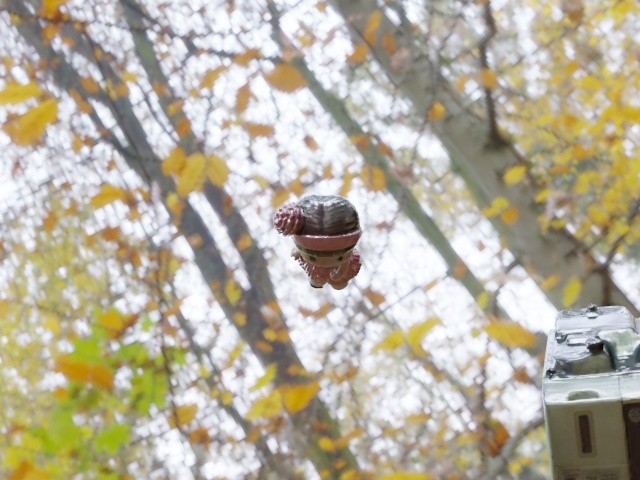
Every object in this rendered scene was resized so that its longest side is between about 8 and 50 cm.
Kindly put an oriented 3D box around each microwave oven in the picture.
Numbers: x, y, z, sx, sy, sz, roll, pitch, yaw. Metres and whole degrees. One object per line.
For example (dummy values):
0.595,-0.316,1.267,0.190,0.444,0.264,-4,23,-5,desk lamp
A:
0.427,0.186,1.310,0.395,0.333,0.247,-6,-83,12,microwave oven

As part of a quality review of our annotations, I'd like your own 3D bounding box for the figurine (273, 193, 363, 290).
0.000,0.000,1.121,0.072,0.054,0.129,9,-20,6,figurine
